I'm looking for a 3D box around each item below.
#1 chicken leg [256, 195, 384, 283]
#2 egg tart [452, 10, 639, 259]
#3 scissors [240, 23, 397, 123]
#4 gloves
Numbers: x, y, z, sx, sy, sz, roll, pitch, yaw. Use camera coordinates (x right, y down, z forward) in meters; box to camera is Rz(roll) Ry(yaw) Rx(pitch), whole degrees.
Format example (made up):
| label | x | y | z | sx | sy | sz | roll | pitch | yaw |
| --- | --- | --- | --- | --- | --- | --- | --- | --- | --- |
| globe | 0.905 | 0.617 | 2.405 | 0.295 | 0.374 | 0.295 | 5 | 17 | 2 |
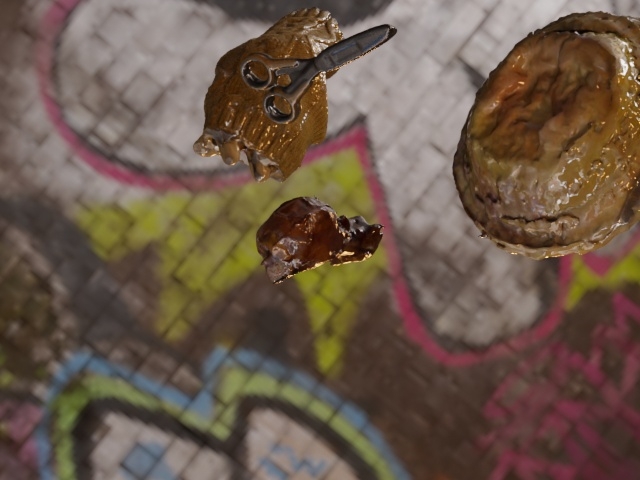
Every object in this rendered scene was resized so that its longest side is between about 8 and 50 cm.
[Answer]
| label | x | y | z | sx | sy | sz | roll | pitch | yaw |
| --- | --- | --- | --- | --- | --- | --- | --- | --- | --- |
| chicken leg | 0.000 | 0.000 | 2.157 | 0.113 | 0.093 | 0.304 | -41 | 166 | 13 |
| egg tart | 0.302 | -0.148 | 2.113 | 0.352 | 0.150 | 0.352 | -19 | -125 | 29 |
| scissors | 0.002 | -0.187 | 1.780 | 0.220 | 0.088 | 0.017 | -21 | -163 | 46 |
| gloves | -0.078 | -0.223 | 2.509 | 0.203 | 0.155 | 0.356 | -10 | -141 | 29 |
